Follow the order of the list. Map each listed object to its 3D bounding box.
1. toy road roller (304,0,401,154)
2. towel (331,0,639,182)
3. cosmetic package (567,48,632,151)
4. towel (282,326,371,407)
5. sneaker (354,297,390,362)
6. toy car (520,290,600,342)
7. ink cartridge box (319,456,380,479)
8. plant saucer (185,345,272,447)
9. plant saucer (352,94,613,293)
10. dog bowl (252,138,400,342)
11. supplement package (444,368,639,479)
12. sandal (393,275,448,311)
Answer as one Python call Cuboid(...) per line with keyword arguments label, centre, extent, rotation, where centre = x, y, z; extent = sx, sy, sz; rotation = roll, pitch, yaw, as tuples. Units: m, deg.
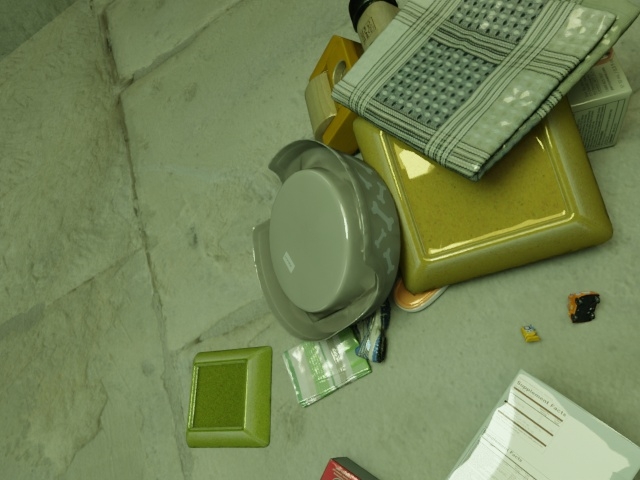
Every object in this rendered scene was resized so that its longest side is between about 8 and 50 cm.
Cuboid(label="toy road roller", centre=(0.136, -0.335, 0.930), extent=(0.329, 0.240, 0.203), rotation=(-45, 49, 47))
Cuboid(label="towel", centre=(0.214, -0.275, 0.640), extent=(0.324, 0.056, 0.312), rotation=(-46, 53, -1))
Cuboid(label="cosmetic package", centre=(0.353, -0.220, 0.779), extent=(0.296, 0.153, 0.129), rotation=(-12, 64, 18))
Cuboid(label="towel", centre=(0.007, 0.228, 0.819), extent=(0.152, 0.023, 0.113), rotation=(-31, 60, 10))
Cuboid(label="sneaker", centre=(0.090, 0.151, 0.794), extent=(0.058, 0.052, 0.135), rotation=(-1, 61, 28))
Cuboid(label="toy car", centre=(0.370, 0.111, 0.686), extent=(0.122, 0.060, 0.040), rotation=(-21, 29, 8))
Cuboid(label="ink cartridge box", centre=(0.038, 0.455, 0.678), extent=(0.127, 0.072, 0.175), rotation=(23, 79, 30))
Cuboid(label="plant saucer", centre=(-0.191, 0.307, 0.863), extent=(0.188, 0.045, 0.188), rotation=(-10, 65, 20))
Cuboid(label="plant saucer", centre=(0.239, -0.106, 0.689), extent=(0.332, 0.081, 0.333), rotation=(-19, 88, 20))
Cuboid(label="dog bowl", centre=(0.000, 0.000, 0.781), extent=(0.348, 0.102, 0.349), rotation=(5, 97, 55))
Cuboid(label="supplement package", centre=(0.270, 0.303, 0.566), extent=(0.149, 0.194, 0.203), rotation=(34, 86, 31))
Cuboid(label="sandal", centre=(0.225, 0.017, 0.778), extent=(0.102, 0.076, 0.265), rotation=(38, 87, 32))
